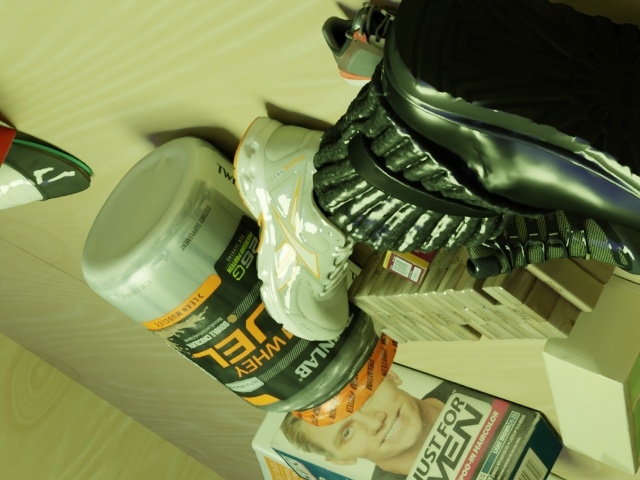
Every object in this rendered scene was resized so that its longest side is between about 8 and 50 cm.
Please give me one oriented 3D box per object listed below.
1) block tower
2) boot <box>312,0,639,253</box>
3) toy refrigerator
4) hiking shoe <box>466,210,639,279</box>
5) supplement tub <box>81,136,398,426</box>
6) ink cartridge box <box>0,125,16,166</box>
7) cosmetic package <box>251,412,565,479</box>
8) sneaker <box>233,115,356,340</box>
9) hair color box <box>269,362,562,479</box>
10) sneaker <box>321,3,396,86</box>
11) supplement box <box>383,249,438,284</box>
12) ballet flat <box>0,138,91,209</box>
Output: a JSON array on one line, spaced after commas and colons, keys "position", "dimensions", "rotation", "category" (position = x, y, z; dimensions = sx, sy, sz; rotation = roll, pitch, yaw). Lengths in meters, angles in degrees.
[{"position": [0.147, 0.040, 1.680], "dimensions": [0.097, 0.091, 0.335], "rotation": [37, 160, -19], "category": "block tower"}, {"position": [0.176, -0.050, 1.239], "dimensions": [0.348, 0.131, 0.260], "rotation": [25, 152, 1], "category": "boot"}, {"position": [0.298, 0.138, 1.695], "dimensions": [0.094, 0.102, 0.269], "rotation": [22, 160, 23], "category": "toy refrigerator"}, {"position": [0.180, -0.003, 1.469], "dimensions": [0.227, 0.114, 0.086], "rotation": [23, 162, 19], "category": "hiking shoe"}, {"position": [-0.082, 0.055, 1.884], "dimensions": [0.338, 0.207, 0.207], "rotation": [38, 160, -27], "category": "supplement tub"}, {"position": [-0.568, -0.154, 1.993], "dimensions": [0.385, 0.308, 0.091], "rotation": [18, 120, -7], "category": "ink cartridge box"}, {"position": [0.140, 0.358, 2.439], "dimensions": [0.453, 0.161, 0.230], "rotation": [25, 162, 13], "category": "cosmetic package"}, {"position": [0.000, 0.000, 1.692], "dimensions": [0.121, 0.099, 0.262], "rotation": [8, 131, 32], "category": "sneaker"}, {"position": [0.122, 0.270, 2.207], "dimensions": [0.347, 0.174, 0.105], "rotation": [16, 157, 36], "category": "hair color box"}, {"position": [0.053, -0.156, 1.345], "dimensions": [0.158, 0.061, 0.065], "rotation": [5, 144, 51], "category": "sneaker"}, {"position": [0.100, -0.007, 1.633], "dimensions": [0.043, 0.083, 0.055], "rotation": [27, 162, 6], "category": "supplement box"}, {"position": [-0.430, -0.095, 2.192], "dimensions": [0.280, 0.096, 0.095], "rotation": [21, 160, 23], "category": "ballet flat"}]
